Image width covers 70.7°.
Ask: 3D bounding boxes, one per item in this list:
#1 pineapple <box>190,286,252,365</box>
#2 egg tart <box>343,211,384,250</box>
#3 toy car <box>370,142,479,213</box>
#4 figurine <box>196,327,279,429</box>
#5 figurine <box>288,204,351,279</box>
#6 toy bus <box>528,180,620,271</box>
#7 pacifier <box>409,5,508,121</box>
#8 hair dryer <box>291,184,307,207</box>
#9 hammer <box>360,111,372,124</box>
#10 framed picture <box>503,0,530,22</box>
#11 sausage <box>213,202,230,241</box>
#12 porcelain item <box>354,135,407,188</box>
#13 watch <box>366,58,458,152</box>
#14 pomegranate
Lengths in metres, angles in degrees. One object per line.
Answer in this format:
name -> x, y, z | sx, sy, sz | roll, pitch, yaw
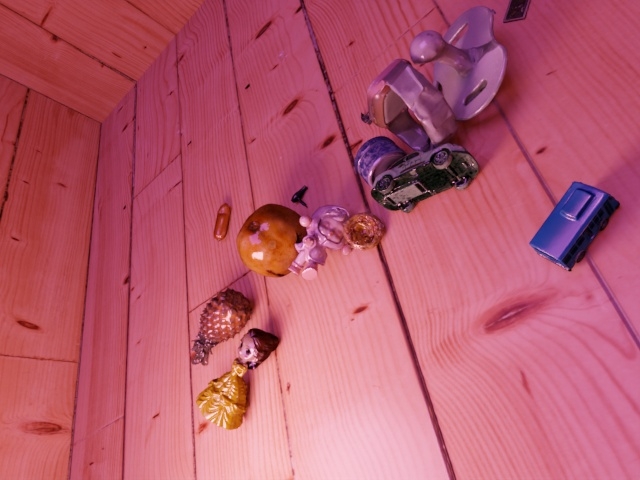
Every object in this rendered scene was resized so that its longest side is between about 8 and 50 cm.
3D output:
pineapple -> -0.395, 0.338, 1.690 | 0.361, 0.175, 0.175 | -53, 45, 24
egg tart -> 0.137, -0.026, 1.405 | 0.129, 0.049, 0.128 | -4, 70, 12
toy car -> 0.291, -0.190, 1.288 | 0.306, 0.136, 0.125 | -25, 48, 33
figurine -> -0.271, 0.437, 1.510 | 0.315, 0.168, 0.187 | -62, 18, 5
figurine -> 0.000, -0.001, 1.449 | 0.275, 0.200, 0.133 | -58, 15, -16
toy bus -> 0.558, -0.036, 0.994 | 0.184, 0.106, 0.090 | -58, 43, 8
pacifier -> 0.363, -0.500, 1.270 | 0.288, 0.269, 0.343 | 131, 142, -51
hair dryer -> -0.063, -0.157, 1.682 | 0.079, 0.031, 0.083 | -46, 61, 7
hammer -> 0.201, -0.493, 1.582 | 0.062, 0.017, 0.182 | 40, 99, 44
framed picture -> 0.578, -0.683, 1.320 | 0.066, 0.007, 0.089 | 13, 82, 45
sausage -> -0.427, -0.077, 1.957 | 0.062, 0.054, 0.183 | 0, 67, 9
porcelain item -> 0.187, -0.240, 1.394 | 0.147, 0.147, 0.114 | -47, 47, 18
watch -> 0.270, -0.358, 1.284 | 0.162, 0.253, 0.241 | -46, 69, -6
pomegranate -> -0.161, 0.000, 1.550 | 0.261, 0.260, 0.260 | -18, 61, 37
